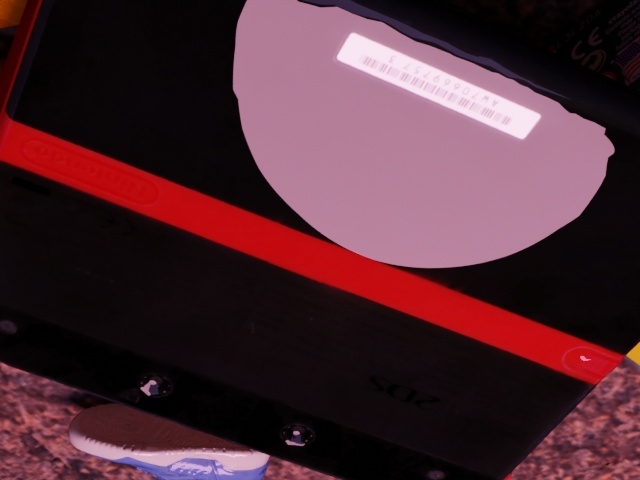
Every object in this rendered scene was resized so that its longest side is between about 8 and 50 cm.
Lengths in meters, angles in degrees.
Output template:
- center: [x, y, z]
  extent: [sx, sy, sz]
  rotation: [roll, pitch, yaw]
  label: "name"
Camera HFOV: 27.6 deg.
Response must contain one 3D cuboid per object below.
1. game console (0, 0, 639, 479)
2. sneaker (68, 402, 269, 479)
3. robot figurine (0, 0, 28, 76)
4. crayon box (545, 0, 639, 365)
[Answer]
- center: [0.000, 0.000, 0.728]
  extent: [0.387, 0.060, 0.342]
  rotation: [21, 130, -14]
  label: "game console"
- center: [-0.117, 0.174, 0.989]
  extent: [0.152, 0.058, 0.084]
  rotation: [6, 122, -13]
  label: "sneaker"
- center: [-0.178, -0.115, 0.724]
  extent: [0.291, 0.085, 0.211]
  rotation: [-8, 130, 7]
  label: "robot figurine"
- center: [0.312, -0.056, 0.757]
  extent: [0.313, 0.106, 0.363]
  rotation: [34, 124, -27]
  label: "crayon box"
